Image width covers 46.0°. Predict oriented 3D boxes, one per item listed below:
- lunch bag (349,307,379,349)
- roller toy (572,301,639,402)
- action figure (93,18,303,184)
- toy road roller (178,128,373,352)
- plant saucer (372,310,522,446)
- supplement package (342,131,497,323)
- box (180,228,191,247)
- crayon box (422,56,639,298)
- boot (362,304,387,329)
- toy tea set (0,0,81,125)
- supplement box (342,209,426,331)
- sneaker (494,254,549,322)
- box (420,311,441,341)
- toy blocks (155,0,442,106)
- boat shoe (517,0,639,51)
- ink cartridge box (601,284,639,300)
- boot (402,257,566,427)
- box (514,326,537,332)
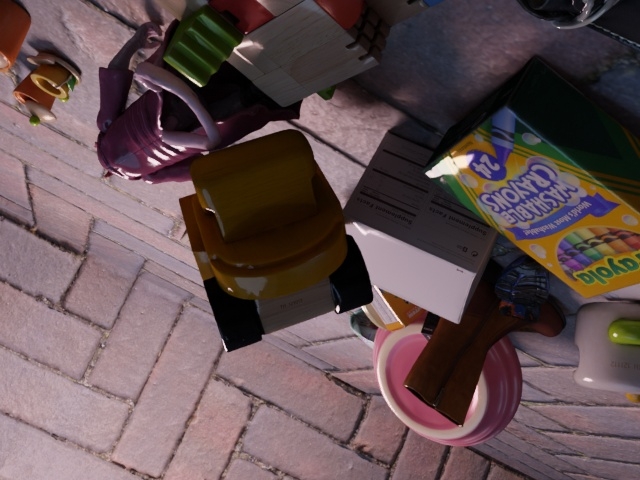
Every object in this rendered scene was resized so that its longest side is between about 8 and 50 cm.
[{"bbox_3d":[0.219,0.235,1.760,0.262,0.160,0.223,5,155,35],"label":"lunch bag"},{"bbox_3d":[0.494,0.177,1.165,0.210,0.146,0.191,9,172,-21],"label":"roller toy"},{"bbox_3d":[-0.198,-0.145,1.019,0.370,0.275,0.248,-25,120,37],"label":"action figure"},{"bbox_3d":[-0.075,-0.044,0.957,0.329,0.203,0.240,-118,12,-53],"label":"toy road roller"},{"bbox_3d":[0.242,0.276,1.549,0.332,0.331,0.084,14,-160,32],"label":"plant saucer"},{"bbox_3d":[0.156,-0.009,1.141,0.204,0.145,0.262,25,162,13],"label":"supplement package"},{"bbox_3d":[-0.178,-0.041,1.549,0.148,0.121,0.311,29,162,-14],"label":"box"},{"bbox_3d":[0.302,-0.043,0.872,0.323,0.083,0.203,36,158,-6],"label":"crayon box"},{"bbox_3d":[0.149,0.086,1.458,0.165,0.077,0.213,0,119,46],"label":"boot"},{"bbox_3d":[-0.544,-0.296,1.302,0.200,0.124,0.336,16,160,25],"label":"toy tea set"},{"bbox_3d":[0.098,0.047,1.349,0.233,0.078,0.080,55,156,-3],"label":"supplement box"},{"bbox_3d":[0.329,0.064,1.222,0.083,0.087,0.221,13,162,12],"label":"sneaker"},{"bbox_3d":[0.240,0.123,1.397,0.029,0.162,0.116,13,159,32],"label":"box"},{"bbox_3d":[-0.038,-0.275,0.663,0.381,0.190,0.261,35,148,-32],"label":"toy blocks"},{"bbox_3d":[0.186,-0.220,0.599,0.303,0.091,0.114,29,162,-11],"label":"boat shoe"},{"bbox_3d":[0.384,0.030,1.122,0.171,0.056,0.235,32,160,-21],"label":"ink cartridge box"},{"bbox_3d":[0.299,0.196,1.331,0.264,0.280,0.096,35,160,-28],"label":"boot"},{"bbox_3d":[0.347,0.141,1.538,0.164,0.021,0.201,34,161,-23],"label":"box"}]
